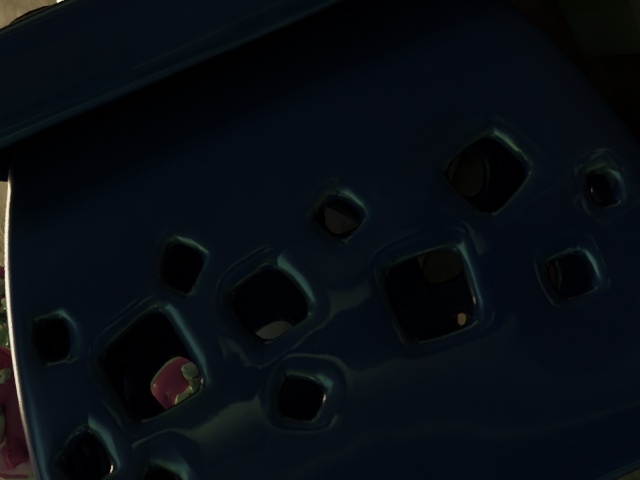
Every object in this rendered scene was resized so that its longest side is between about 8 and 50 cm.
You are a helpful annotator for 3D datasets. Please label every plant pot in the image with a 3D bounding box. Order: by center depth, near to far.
[{"bbox_3d":[0.000,0.000,0.699,0.236,0.236,0.212,-44,-69,-88],"label":"plant pot"}]

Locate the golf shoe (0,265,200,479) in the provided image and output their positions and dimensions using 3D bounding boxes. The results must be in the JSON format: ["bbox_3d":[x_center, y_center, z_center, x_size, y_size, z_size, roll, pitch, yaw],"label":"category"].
[{"bbox_3d":[-0.060,0.103,0.934,0.306,0.140,0.115,30,94,29],"label":"golf shoe"}]

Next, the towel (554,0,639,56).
[{"bbox_3d":[0.128,-0.108,0.623,0.152,0.023,0.113,0,123,43],"label":"towel"}]

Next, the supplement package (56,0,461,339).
[{"bbox_3d":[-0.037,-0.052,0.910,0.179,0.105,0.105,48,145,27],"label":"supplement package"}]
